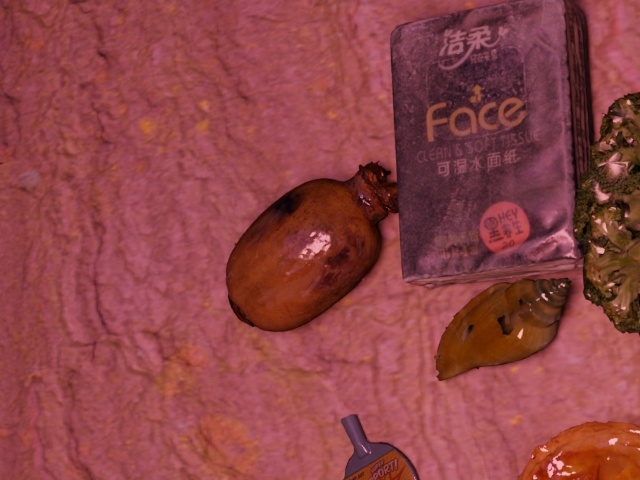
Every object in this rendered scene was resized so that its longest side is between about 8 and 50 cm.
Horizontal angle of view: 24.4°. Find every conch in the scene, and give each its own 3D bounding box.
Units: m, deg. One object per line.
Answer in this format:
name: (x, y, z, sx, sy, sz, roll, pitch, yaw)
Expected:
conch: (0.213, 0.093, 1.697, 0.200, 0.079, 0.095, -20, 52, 36)

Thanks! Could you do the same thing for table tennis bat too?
table tennis bat: (0.065, 0.280, 1.777, 0.100, 0.019, 0.155, -33, 67, 23)

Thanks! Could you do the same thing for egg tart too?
egg tart: (0.315, 0.309, 1.569, 0.241, 0.106, 0.241, -5, 80, 32)

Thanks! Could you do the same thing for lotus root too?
lotus root: (-0.001, -0.001, 1.803, 0.278, 0.154, 0.154, -39, 63, 14)

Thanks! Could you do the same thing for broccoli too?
broccoli: (0.402, -0.017, 1.496, 0.307, 0.275, 0.308, 0, 87, 4)

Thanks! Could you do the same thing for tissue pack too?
tissue pack: (0.201, -0.111, 1.721, 0.228, 0.103, 0.316, -8, 77, 28)
